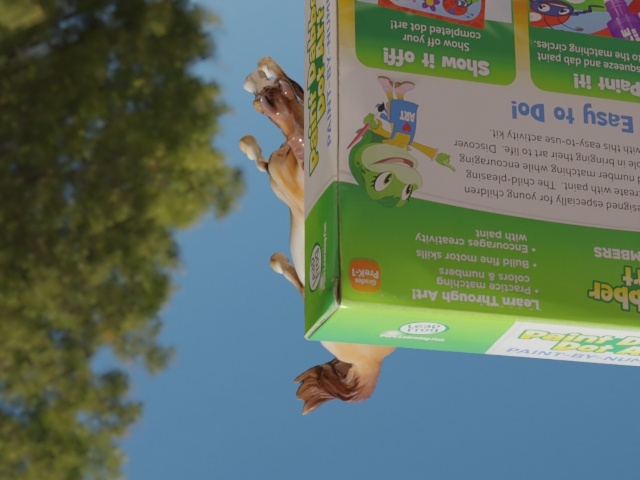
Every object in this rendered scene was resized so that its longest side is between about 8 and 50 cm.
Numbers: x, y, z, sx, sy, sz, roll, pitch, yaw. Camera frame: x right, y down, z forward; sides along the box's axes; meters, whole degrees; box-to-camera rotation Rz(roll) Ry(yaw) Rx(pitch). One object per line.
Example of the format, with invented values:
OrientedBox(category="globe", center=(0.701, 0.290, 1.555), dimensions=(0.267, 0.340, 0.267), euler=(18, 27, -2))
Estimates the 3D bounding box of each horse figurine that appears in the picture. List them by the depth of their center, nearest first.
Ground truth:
OrientedBox(category="horse figurine", center=(0.000, 0.000, 1.033), dimensions=(0.066, 0.263, 0.174), euler=(-19, -157, -12))

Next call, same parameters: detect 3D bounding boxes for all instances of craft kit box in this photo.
OrientedBox(category="craft kit box", center=(0.116, -0.069, 0.741), dimensions=(0.250, 0.246, 0.061), euler=(6, 157, -16))
